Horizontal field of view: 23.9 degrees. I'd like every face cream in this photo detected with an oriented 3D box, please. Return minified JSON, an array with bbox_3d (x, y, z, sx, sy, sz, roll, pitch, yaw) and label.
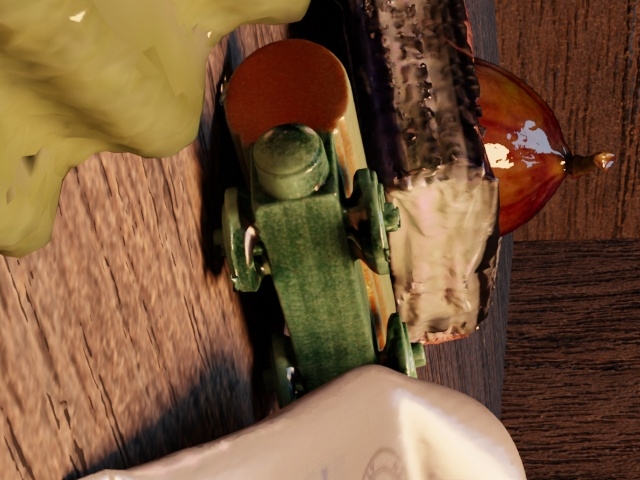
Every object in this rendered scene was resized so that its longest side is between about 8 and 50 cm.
[{"bbox_3d":[-0.004,0.191,0.862,0.420,0.137,0.235,-17,108,-57],"label":"face cream"}]

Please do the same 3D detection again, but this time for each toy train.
[{"bbox_3d":[0.000,0.000,1.011,0.285,0.116,0.177,74,7,-50],"label":"toy train"}]

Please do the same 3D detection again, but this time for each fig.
[{"bbox_3d":[0.186,-0.088,1.551,0.186,0.249,0.204,-65,156,-48],"label":"fig"}]

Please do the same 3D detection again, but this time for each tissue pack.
[{"bbox_3d":[0.069,-0.107,1.220,0.245,0.123,0.332,83,1,-56],"label":"tissue pack"}]

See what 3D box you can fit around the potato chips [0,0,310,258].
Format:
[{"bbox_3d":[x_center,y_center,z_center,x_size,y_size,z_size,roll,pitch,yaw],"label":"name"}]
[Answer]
[{"bbox_3d":[-0.081,-0.119,0.264,0.358,0.070,0.429,-50,160,-3],"label":"potato chips"}]
